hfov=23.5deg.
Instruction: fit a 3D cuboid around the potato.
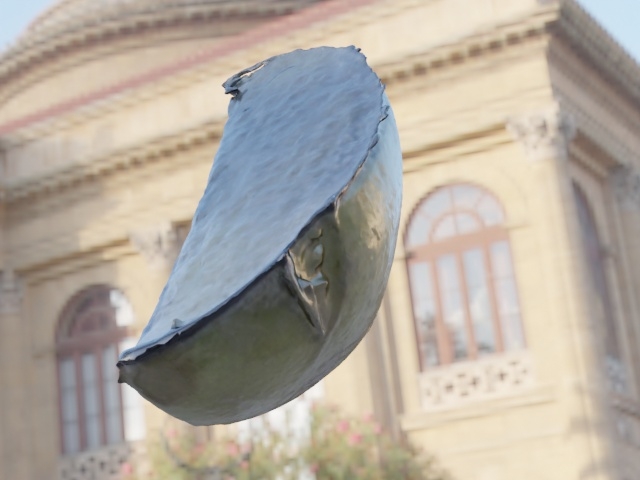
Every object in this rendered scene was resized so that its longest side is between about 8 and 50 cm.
[{"bbox_3d":[0.001,0.000,0.735,0.120,0.261,0.100,-20,-63,22],"label":"potato"}]
